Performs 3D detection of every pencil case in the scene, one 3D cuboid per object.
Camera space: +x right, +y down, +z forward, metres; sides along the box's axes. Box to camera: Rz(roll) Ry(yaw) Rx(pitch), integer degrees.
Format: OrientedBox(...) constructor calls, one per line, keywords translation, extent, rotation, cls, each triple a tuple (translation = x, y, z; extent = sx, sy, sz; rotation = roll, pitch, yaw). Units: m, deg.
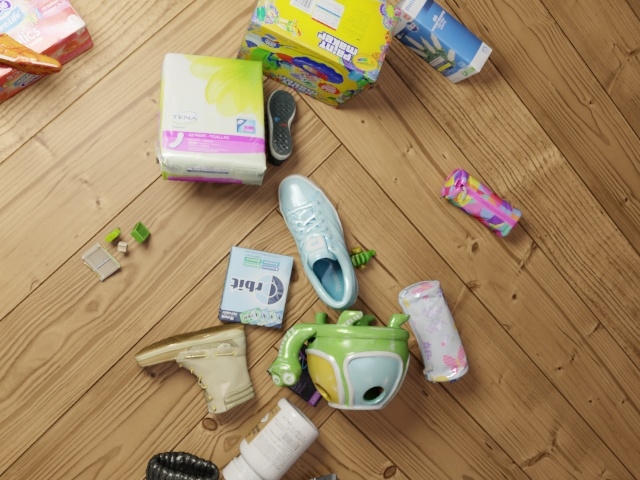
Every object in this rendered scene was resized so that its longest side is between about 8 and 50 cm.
OrientedBox(translation=(0.304, 0.245, 1.428), extent=(0.124, 0.113, 0.273), rotation=(-19, 98, 5), cls="pencil case")
OrientedBox(translation=(0.443, -0.104, 1.464), extent=(0.236, 0.104, 0.104), rotation=(30, 84, -16), cls="pencil case")

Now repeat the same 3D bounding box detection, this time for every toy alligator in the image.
OrientedBox(translation=(0.064, 0.061, 1.384), extent=(0.190, 0.051, 0.056), rotation=(-18, 96, -15), cls="toy alligator")

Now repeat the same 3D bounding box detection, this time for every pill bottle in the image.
OrientedBox(translation=(-0.124, 0.515, 1.303), extent=(0.229, 0.131, 0.131), rotation=(-46, 103, -10), cls="pill bottle")

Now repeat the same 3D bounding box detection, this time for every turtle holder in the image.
OrientedBox(translation=(0.067, 0.286, 1.271), extent=(0.320, 0.243, 0.227), rotation=(12, 76, -46), cls="turtle holder")

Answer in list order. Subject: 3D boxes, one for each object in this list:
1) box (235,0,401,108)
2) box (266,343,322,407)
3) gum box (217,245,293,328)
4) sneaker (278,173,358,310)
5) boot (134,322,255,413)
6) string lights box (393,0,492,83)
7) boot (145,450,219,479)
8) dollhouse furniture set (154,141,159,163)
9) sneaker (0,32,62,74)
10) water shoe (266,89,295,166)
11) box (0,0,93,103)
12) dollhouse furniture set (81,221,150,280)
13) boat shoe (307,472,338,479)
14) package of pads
OrientedBox(translation=(-0.018, -0.471, 1.226), extent=(0.290, 0.279, 0.177), rotation=(21, 86, -15), cls="box")
OrientedBox(translation=(-0.043, 0.341, 1.374), extent=(0.162, 0.029, 0.116), rotation=(39, 81, -13), cls="box")
OrientedBox(translation=(-0.162, 0.117, 1.326), extent=(0.157, 0.041, 0.184), rotation=(10, 88, -16), cls="gum box")
OrientedBox(translation=(0.000, 0.000, 1.287), extent=(0.135, 0.150, 0.365), rotation=(-28, 89, 3), cls="sneaker")
OrientedBox(translation=(-0.295, 0.322, 1.271), extent=(0.262, 0.095, 0.203), rotation=(-11, 96, -20), cls="boot")
OrientedBox(translation=(0.305, -0.534, 1.391), extent=(0.260, 0.133, 0.076), rotation=(32, 84, -14), cls="string lights box")
OrientedBox(translation=(-0.268, 0.665, 1.267), extent=(0.348, 0.131, 0.260), rotation=(16, 87, -15), cls="boot")
OrientedBox(translation=(-0.304, -0.246, 1.267), extent=(0.182, 0.101, 0.160), rotation=(-5, 69, -15), cls="dollhouse furniture set")
OrientedBox(translation=(-0.597, -0.369, 1.028), extent=(0.175, 0.064, 0.067), rotation=(11, 80, -20), cls="sneaker")
OrientedBox(translation=(-0.110, -0.282, 1.317), extent=(0.073, 0.080, 0.203), rotation=(12, 64, -19), cls="water shoe")
OrientedBox(translation=(-0.659, -0.418, 1.114), extent=(0.300, 0.142, 0.154), rotation=(-39, 102, -12), cls="box")
OrientedBox(translation=(-0.478, 0.017, 1.242), extent=(0.152, 0.058, 0.076), rotation=(-36, 109, 7), cls="dollhouse furniture set")
OrientedBox(translation=(0.054, 0.753, 1.373), extent=(0.105, 0.113, 0.306), rotation=(-19, 88, 0), cls="boat shoe")
OrientedBox(translation=(-0.243, -0.271, 1.179), extent=(0.229, 0.101, 0.296), rotation=(2, 66, -14), cls="package of pads")
